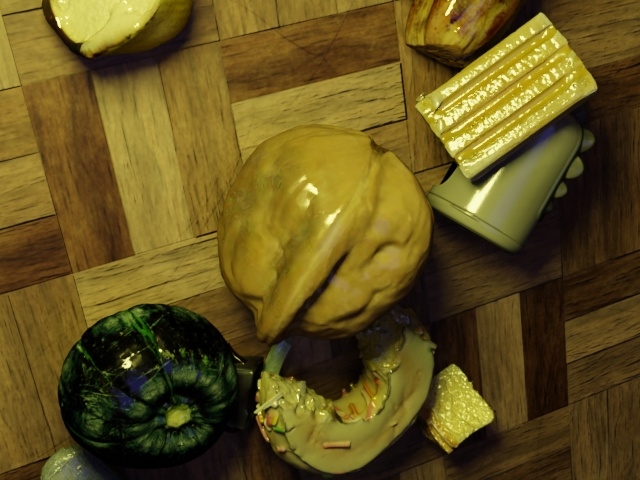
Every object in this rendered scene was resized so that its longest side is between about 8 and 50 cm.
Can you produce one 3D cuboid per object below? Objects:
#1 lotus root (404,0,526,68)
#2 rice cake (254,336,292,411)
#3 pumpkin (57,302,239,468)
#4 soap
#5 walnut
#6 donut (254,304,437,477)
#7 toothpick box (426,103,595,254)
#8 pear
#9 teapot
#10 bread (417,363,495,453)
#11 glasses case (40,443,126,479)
[{"bbox_3d":[0.283,-0.439,1.710,0.193,0.193,0.291,29,95,-30],"label":"lotus root"},{"bbox_3d":[-0.098,0.258,1.876,0.033,0.029,0.170,20,98,-23],"label":"rice cake"},{"bbox_3d":[-0.299,0.243,1.665,0.315,0.238,0.315,-20,134,-23],"label":"pumpkin"},{"bbox_3d":[0.325,-0.250,1.702,0.274,0.089,0.173,-35,78,9],"label":"soap"},{"bbox_3d":[0.001,-0.015,1.662,0.384,0.383,0.383,-9,112,-22],"label":"walnut"},{"bbox_3d":[0.055,0.294,1.876,0.371,0.150,0.307,-34,126,-15],"label":"donut"},{"bbox_3d":[0.371,-0.146,1.830,0.229,0.229,0.316,29,94,-30],"label":"toothpick box"},{"bbox_3d":[-0.270,-0.382,1.484,0.178,0.267,0.267,18,101,-54],"label":"pear"},{"bbox_3d":[-0.169,0.278,1.821,0.096,0.087,0.177,11,105,8],"label":"teapot"},{"bbox_3d":[0.270,0.353,2.044,0.147,0.127,0.152,-36,102,-9],"label":"bread"},{"bbox_3d":[-0.401,0.485,1.797,0.109,0.067,0.282,-42,119,-9],"label":"glasses case"}]
